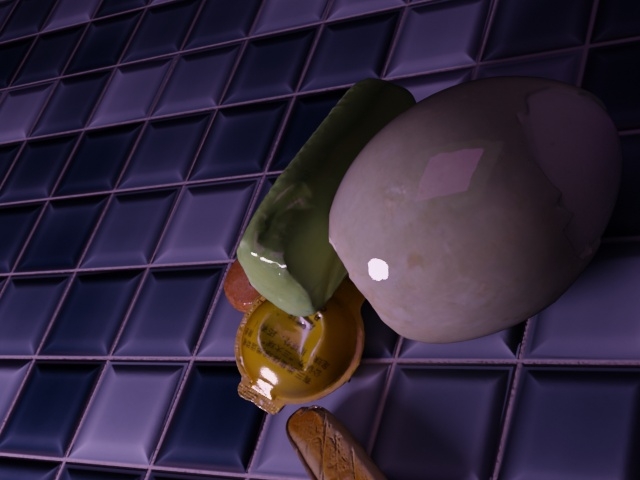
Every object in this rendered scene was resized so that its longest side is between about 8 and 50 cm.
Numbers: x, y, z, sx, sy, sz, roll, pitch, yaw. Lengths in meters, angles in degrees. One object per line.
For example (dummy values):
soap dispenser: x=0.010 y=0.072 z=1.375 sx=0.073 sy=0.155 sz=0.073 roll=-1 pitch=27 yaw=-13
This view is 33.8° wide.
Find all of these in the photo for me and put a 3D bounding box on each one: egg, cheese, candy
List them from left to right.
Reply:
cheese: x=-0.008 y=0.100 z=1.357 sx=0.177 sy=0.069 sz=0.270 roll=26 pitch=72 yaw=26
candy: x=0.024 y=-0.065 z=1.357 sx=0.132 sy=0.142 sz=0.343 roll=25 pitch=58 yaw=17
egg: x=0.188 y=-0.044 z=1.196 sx=0.336 sy=0.278 sz=0.278 roll=-36 pitch=41 yaw=14

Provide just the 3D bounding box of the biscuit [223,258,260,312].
biscuit: x=-0.002 y=-0.002 z=1.479 sx=0.324 sy=0.049 sz=0.205 roll=-29 pitch=43 yaw=15

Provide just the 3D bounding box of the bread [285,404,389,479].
bread: x=0.024 y=0.266 z=1.222 sx=0.073 sy=0.053 sz=0.214 roll=-41 pitch=39 yaw=-6
